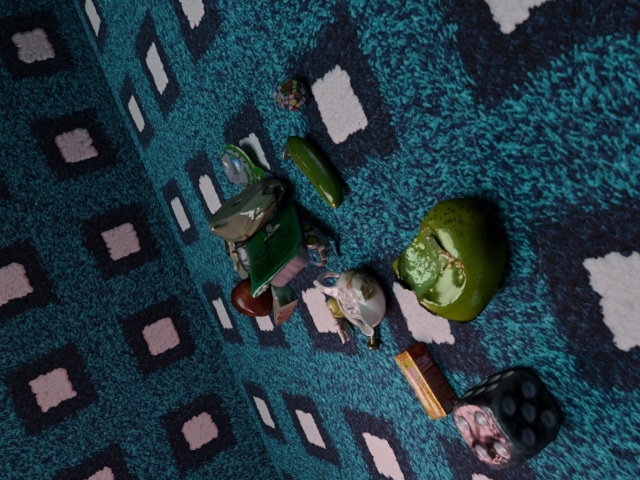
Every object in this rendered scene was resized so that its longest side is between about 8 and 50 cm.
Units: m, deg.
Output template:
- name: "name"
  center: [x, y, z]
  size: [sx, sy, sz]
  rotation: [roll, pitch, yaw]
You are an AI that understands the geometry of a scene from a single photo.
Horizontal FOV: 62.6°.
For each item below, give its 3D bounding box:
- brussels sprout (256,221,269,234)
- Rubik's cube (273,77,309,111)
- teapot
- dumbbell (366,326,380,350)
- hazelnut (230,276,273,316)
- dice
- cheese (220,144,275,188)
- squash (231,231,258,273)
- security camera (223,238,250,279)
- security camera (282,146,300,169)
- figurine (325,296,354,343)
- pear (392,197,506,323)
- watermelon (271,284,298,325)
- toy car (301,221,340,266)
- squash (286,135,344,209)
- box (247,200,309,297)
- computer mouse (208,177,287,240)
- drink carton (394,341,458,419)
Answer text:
- name: "brussels sprout"
  center: [-0.183, -0.002, 2.101]
  size: [0.155, 0.117, 0.155]
  rotation: [26, 143, 21]
- name: "Rubik's cube"
  center: [-0.091, -0.450, 1.627]
  size: [0.093, 0.111, 0.111]
  rotation: [39, 154, -11]
- name: "teapot"
  center: [0.113, 0.189, 1.728]
  size: [0.298, 0.139, 0.204]
  rotation: [37, 142, 41]
- name: "dumbbell"
  center: [0.179, 0.320, 1.807]
  size: [0.046, 0.052, 0.118]
  rotation: [9, 123, 29]
- name: "hazelnut"
  center: [-0.307, 0.274, 2.459]
  size: [0.208, 0.208, 0.208]
  rotation: [39, 142, 39]
- name: "dice"
  center: [0.455, 0.436, 1.298]
  size: [0.183, 0.181, 0.182]
  rotation: [59, 149, 13]
- name: "cheese"
  center: [-0.295, -0.279, 2.112]
  size: [0.320, 0.083, 0.204]
  rotation: [30, 141, 31]
- name: "squash"
  center: [-0.281, 0.041, 2.240]
  size: [0.218, 0.172, 0.218]
  rotation: [49, 161, 24]
- name: "security camera"
  center: [-0.420, 0.081, 2.616]
  size: [0.157, 0.080, 0.302]
  rotation: [41, 146, 37]
- name: "security camera"
  center: [-0.081, -0.277, 1.796]
  size: [0.092, 0.058, 0.058]
  rotation: [38, 142, 27]
- name: "figurine"
  center: [0.075, 0.285, 1.943]
  size: [0.083, 0.083, 0.187]
  rotation: [-18, 89, 61]
- name: "pear"
  center: [0.321, 0.041, 1.217]
  size: [0.238, 0.164, 0.255]
  rotation: [47, 131, 21]
- name: "watermelon"
  center: [-0.180, 0.293, 2.374]
  size: [0.154, 0.094, 0.241]
  rotation: [54, 153, 34]
- name: "toy car"
  center: [0.000, 0.000, 1.851]
  size: [0.126, 0.098, 0.161]
  rotation: [71, -178, -45]
- name: "squash"
  center: [-0.012, -0.224, 1.680]
  size: [0.292, 0.082, 0.082]
  rotation: [54, 150, 17]
- name: "box"
  center: [-0.138, 0.039, 1.896]
  size: [0.106, 0.264, 0.337]
  rotation: [38, -161, -27]
- name: "computer mouse"
  center: [-0.270, -0.103, 2.035]
  size: [0.429, 0.228, 0.145]
  rotation: [-19, 120, 46]
- name: "drink carton"
  center: [0.328, 0.432, 1.624]
  size: [0.223, 0.071, 0.096]
  rotation: [59, 151, 15]
